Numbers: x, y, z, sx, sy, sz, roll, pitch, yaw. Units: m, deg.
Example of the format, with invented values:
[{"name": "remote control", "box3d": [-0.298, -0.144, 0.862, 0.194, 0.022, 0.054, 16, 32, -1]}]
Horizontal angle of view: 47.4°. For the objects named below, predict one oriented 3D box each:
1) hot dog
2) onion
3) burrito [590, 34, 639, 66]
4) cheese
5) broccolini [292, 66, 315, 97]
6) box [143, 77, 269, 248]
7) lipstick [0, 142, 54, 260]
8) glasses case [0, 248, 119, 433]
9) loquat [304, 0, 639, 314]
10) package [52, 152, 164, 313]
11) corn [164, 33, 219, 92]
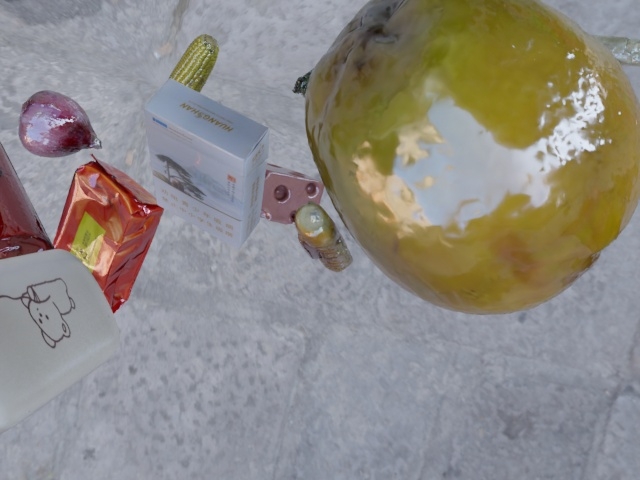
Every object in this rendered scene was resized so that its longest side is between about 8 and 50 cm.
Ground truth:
[{"name": "hot dog", "box3d": [0.000, 0.000, 0.895, 0.047, 0.215, 0.066, -37, 77, -1]}, {"name": "onion", "box3d": [-0.598, -0.258, 1.689, 0.195, 0.159, 0.159, 18, 97, -8]}, {"name": "burrito", "box3d": [0.429, -0.276, 1.060, 0.149, 0.055, 0.041, 15, 117, 27]}, {"name": "cheese", "box3d": [-0.125, -0.117, 1.777, 0.203, 0.177, 0.128, 8, 102, -29]}, {"name": "broccolini", "box3d": [0.039, -0.292, 1.185, 0.194, 0.052, 0.054, -30, 142, 15]}, {"name": "box", "box3d": [-0.153, -0.096, 0.987, 0.150, 0.233, 0.067, 26, 61, 6]}, {"name": "lipstick", "box3d": [-0.365, -0.043, 0.821, 0.073, 0.280, 0.073, -17, 127, -25]}, {"name": "glasses case", "box3d": [-0.169, 0.052, 0.400, 0.050, 0.196, 0.083, -30, 94, 4]}, {"name": "loquat", "box3d": [0.123, -0.077, 0.631, 0.284, 0.276, 0.276, 41, 91, -23]}, {"name": "package", "box3d": [-0.514, 0.011, 1.698, 0.196, 0.123, 0.423, 38, 121, 16]}, {"name": "corn", "box3d": [-0.296, -0.345, 1.600, 0.080, 0.080, 0.231, 30, 120, -16]}]
